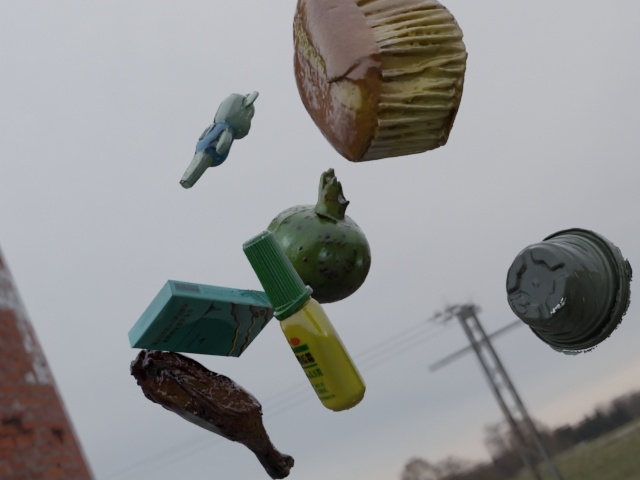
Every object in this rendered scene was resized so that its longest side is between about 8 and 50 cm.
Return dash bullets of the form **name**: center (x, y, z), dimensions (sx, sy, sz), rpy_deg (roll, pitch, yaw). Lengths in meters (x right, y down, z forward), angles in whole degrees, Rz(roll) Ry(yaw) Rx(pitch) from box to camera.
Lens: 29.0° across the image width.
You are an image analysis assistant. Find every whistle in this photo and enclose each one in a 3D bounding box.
- **whistle**: center (-0.192, -0.190, 2.354), dimensions (0.114, 0.077, 0.236), rpy_deg (-8, 45, 55)

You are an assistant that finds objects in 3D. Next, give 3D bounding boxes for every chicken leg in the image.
- **chicken leg**: center (-0.183, 0.329, 2.293), dimensions (0.407, 0.096, 0.158), rpy_deg (39, -39, -24)

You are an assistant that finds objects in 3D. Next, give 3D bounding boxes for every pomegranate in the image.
- **pomegranate**: center (0.000, 0.000, 2.304), dimensions (0.211, 0.211, 0.263), rpy_deg (-3, -61, -53)

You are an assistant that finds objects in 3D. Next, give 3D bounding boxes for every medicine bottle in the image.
- **medicine bottle**: center (-0.027, 0.125, 1.943), dimensions (0.076, 0.309, 0.111), rpy_deg (-30, 5, -23)

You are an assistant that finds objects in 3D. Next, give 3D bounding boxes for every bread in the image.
- **bread**: center (0.056, -0.223, 1.561), dimensions (0.156, 0.288, 0.204), rpy_deg (-3, -53, -21)

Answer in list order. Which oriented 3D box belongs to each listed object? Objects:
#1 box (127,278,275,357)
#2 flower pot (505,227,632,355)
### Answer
- **box**: center (-0.205, 0.142, 2.196), dimensions (0.229, 0.041, 0.162), rpy_deg (9, -44, -36)
- **flower pot**: center (0.423, 0.085, 2.212), dimensions (0.140, 0.235, 0.235), rpy_deg (7, -36, -44)
